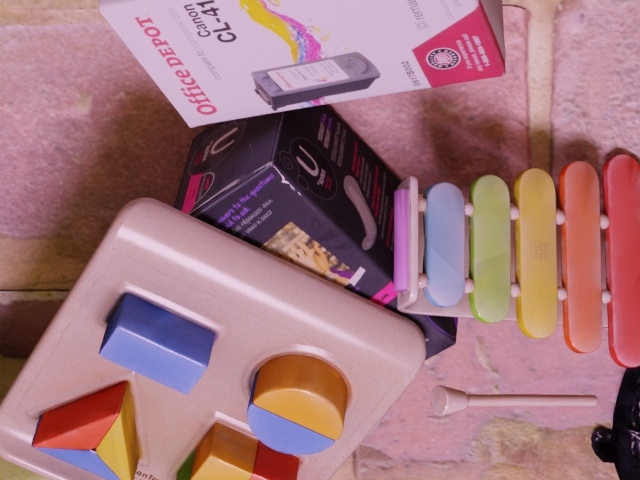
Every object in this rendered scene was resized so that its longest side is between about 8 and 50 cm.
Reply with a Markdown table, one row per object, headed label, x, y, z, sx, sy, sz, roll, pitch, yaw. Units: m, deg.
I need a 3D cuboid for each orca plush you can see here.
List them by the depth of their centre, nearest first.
| label | x | y | z | sx | sy | sz | roll | pitch | yaw |
| --- | --- | --- | --- | --- | --- | --- | --- | --- | --- |
| orca plush | 0.370 | 0.213 | 1.946 | 0.151 | 0.102 | 0.287 | 10 | 129 | 1 |

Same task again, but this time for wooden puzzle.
| label | x | y | z | sx | sy | sz | roll | pitch | yaw |
| --- | --- | --- | --- | --- | --- | --- | --- | --- | --- |
| wooden puzzle | -0.116 | 0.158 | 1.769 | 0.322 | 0.080 | 0.348 | 26 | 125 | -13 |

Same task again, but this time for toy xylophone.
| label | x | y | z | sx | sy | sz | roll | pitch | yaw |
| --- | --- | --- | --- | --- | --- | --- | --- | --- | --- |
| toy xylophone | 0.200 | 0.044 | 1.741 | 0.323 | 0.236 | 0.081 | -4 | 173 | -27 |

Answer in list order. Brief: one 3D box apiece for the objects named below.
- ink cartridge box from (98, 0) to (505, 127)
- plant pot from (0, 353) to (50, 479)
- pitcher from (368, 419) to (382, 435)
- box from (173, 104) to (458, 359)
| label | x | y | z | sx | sy | sz | roll | pitch | yaw |
| --- | --- | --- | --- | --- | --- | --- | --- | --- | --- |
| ink cartridge box | -0.010 | -0.222 | 1.601 | 0.306 | 0.131 | 0.226 | -10 | 152 | 15 |
| plant pot | -0.258 | 0.232 | 1.980 | 0.254 | 0.276 | 0.276 | -6 | 127 | 0 |
| pitcher | -0.023 | 0.133 | 1.898 | 0.125 | 0.178 | 0.207 | -40 | 113 | 13 |
| box | 0.000 | 0.000 | 1.795 | 0.143 | 0.165 | 0.270 | -32 | 117 | 27 |
